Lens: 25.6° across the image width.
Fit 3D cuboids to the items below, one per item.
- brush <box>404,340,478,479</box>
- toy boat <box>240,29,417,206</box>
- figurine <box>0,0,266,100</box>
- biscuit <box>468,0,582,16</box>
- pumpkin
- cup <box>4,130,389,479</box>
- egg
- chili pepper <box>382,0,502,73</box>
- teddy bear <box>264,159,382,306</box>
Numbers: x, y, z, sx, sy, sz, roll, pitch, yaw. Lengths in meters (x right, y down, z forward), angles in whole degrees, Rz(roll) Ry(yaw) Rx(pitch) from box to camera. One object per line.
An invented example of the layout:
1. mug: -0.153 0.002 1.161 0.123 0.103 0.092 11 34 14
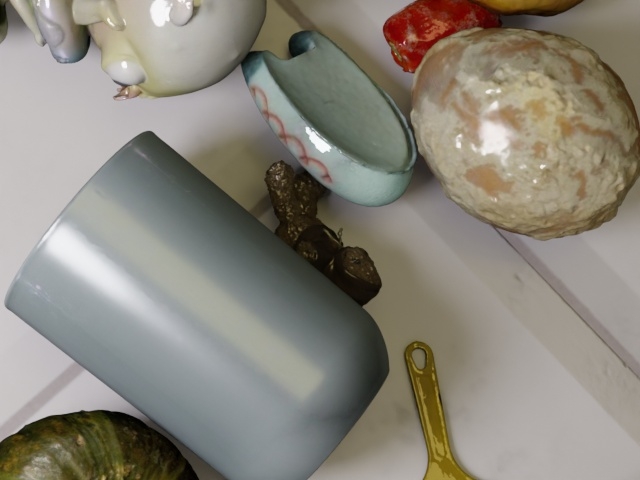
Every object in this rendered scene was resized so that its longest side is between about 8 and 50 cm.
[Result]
1. brush: 0.114 0.197 1.377 0.083 0.011 0.205 -7 75 -12
2. toy boat: 0.008 -0.116 1.413 0.208 0.079 0.134 48 42 10
3. figurine: -0.254 -0.262 1.344 0.394 0.226 0.275 -6 104 2
4. biscuit: 0.179 -0.334 1.480 0.274 0.091 0.213 31 40 -6
5. pumpkin: -0.200 0.255 1.219 0.223 0.157 0.224 10 67 -25
6. cup: -0.103 0.074 1.270 0.312 0.205 0.205 39 70 0
7. egg: 0.201 -0.108 1.389 0.245 0.203 0.203 33 70 -1
8. chili pepper: 0.125 -0.221 1.475 0.123 0.070 0.073 -26 110 -19
9. teddy bear: -0.008 0.004 1.370 0.078 0.119 0.160 -41 67 15
